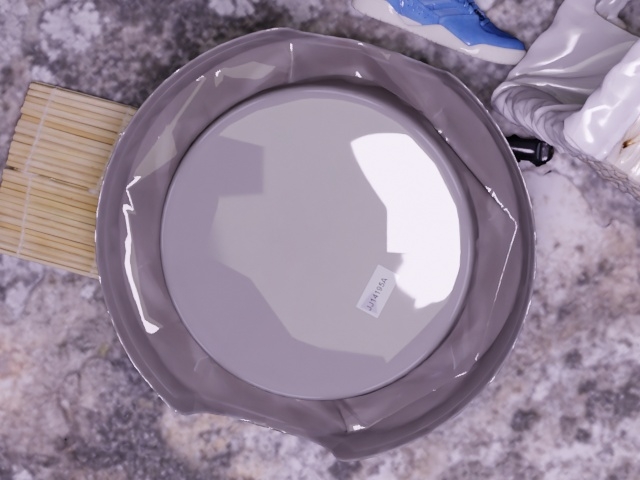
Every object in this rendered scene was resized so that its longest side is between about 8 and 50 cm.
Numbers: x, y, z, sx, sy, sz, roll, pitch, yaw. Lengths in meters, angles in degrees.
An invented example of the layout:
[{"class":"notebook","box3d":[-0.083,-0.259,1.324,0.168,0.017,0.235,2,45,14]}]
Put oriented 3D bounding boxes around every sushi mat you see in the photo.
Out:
[{"class":"sushi mat","box3d":[-0.118,-0.025,1.510,0.316,0.019,0.151,15,94,6]}]

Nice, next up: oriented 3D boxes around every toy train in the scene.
[{"class":"toy train","box3d":[0.115,-0.079,1.478,0.158,0.036,0.027,4,91,6]}]

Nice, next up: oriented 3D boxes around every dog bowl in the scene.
[{"class":"dog bowl","box3d":[0.000,0.000,1.430,0.348,0.102,0.349,1,98,8]}]

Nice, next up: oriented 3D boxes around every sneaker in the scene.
[{"class":"sneaker","box3d":[0.108,-0.205,1.465,0.152,0.058,0.085,23,102,11]}]

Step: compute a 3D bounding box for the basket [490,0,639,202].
[{"class":"basket","box3d":[0.342,-0.139,1.305,0.266,0.331,0.328,38,95,-9]}]
